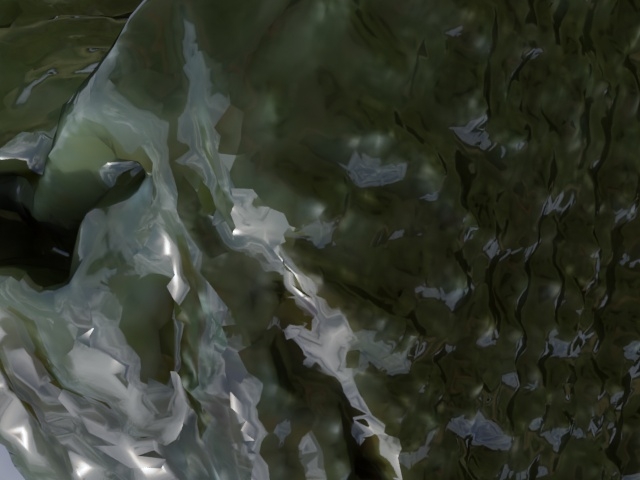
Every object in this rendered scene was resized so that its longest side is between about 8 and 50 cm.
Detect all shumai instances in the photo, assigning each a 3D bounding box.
[{"bbox_3d":[0.000,0.000,0.495,0.222,0.225,0.260,3,152,47],"label":"shumai"}]
